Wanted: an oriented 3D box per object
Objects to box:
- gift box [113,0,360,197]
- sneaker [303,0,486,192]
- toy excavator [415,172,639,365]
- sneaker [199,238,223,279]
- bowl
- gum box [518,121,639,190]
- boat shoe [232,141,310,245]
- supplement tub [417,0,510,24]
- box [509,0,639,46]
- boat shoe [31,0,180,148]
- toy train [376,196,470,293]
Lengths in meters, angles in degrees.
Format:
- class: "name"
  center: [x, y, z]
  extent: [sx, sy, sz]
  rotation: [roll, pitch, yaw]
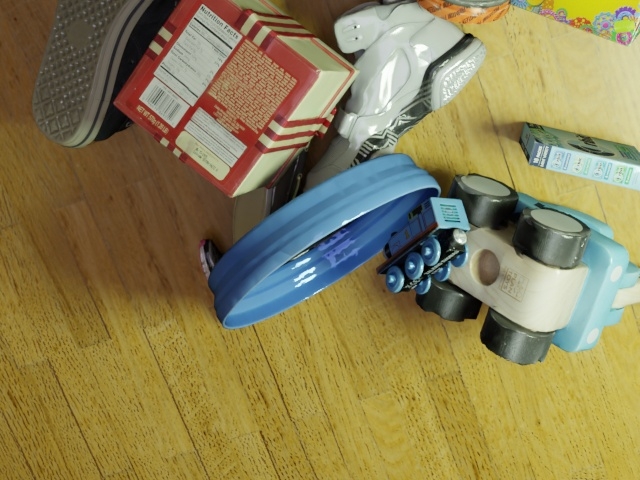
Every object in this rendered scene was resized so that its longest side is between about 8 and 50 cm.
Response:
- class: "gift box"
  center: [-0.130, -0.213, 1.643]
  extent: [0.255, 0.258, 0.276]
  rotation: [44, 107, 5]
- class: "sneaker"
  center: [0.064, -0.236, 1.780]
  extent: [0.210, 0.137, 0.366]
  rotation: [44, 102, -8]
- class: "toy excavator"
  center: [0.446, 0.059, 1.808]
  extent: [0.433, 0.445, 0.222]
  rotation: [33, 118, 41]
- class: "sneaker"
  center: [-0.144, 0.062, 1.929]
  extent: [0.075, 0.063, 0.170]
  rotation: [-25, 109, 12]
- class: "bowl"
  center: [0.000, 0.000, 1.740]
  extent: [0.391, 0.391, 0.077]
  rotation: [-36, 78, 14]
- class: "gum box"
  center: [0.409, -0.132, 1.771]
  extent: [0.184, 0.157, 0.041]
  rotation: [13, 108, 1]
- class: "boat shoe"
  center: [-0.075, -0.089, 1.849]
  extent: [0.091, 0.109, 0.305]
  rotation: [-2, 112, -33]
- class: "supplement tub"
  center: [0.230, -0.478, 1.611]
  extent: [0.194, 0.193, 0.316]
  rotation: [10, 136, 1]
- class: "box"
  center: [0.414, -0.449, 1.549]
  extent: [0.177, 0.279, 0.289]
  rotation: [24, 117, 15]
- class: "boat shoe"
  center: [-0.289, -0.369, 1.743]
  extent: [0.187, 0.156, 0.500]
  rotation: [37, 115, 26]
- class: "toy train"
  center: [0.156, 0.012, 1.738]
  extent: [0.080, 0.105, 0.184]
  rotation: [5, 151, -32]
